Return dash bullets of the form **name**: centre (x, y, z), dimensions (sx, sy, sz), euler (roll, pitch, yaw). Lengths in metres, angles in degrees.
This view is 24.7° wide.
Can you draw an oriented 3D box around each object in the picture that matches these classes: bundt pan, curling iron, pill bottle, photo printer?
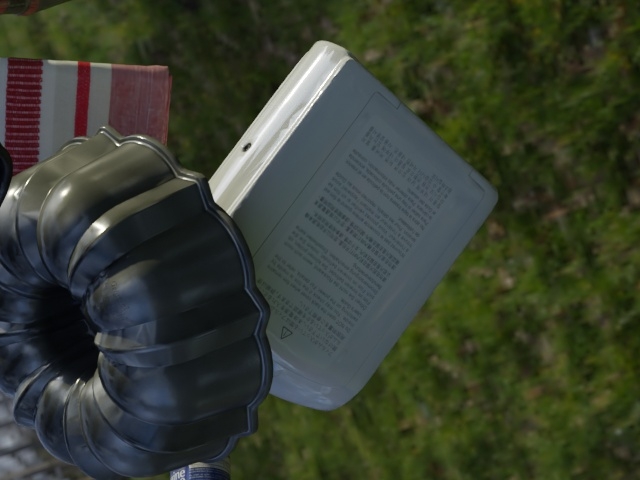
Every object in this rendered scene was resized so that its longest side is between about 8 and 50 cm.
- **bundt pan**: centre (-0.202, 0.071, 1.312), dimensions (0.331, 0.124, 0.331), euler (20, 120, 38)
- **curling iron**: centre (-0.323, -0.263, 1.553), dimensions (0.068, 0.035, 0.274), euler (37, -159, 9)
- **pill bottle**: centre (-0.132, 0.258, 1.604), dimensions (0.067, 0.067, 0.120), euler (83, -178, -57)
- **photo printer**: centre (0.000, 0.000, 1.439), dimensions (0.256, 0.307, 0.107), euler (39, 174, -28)

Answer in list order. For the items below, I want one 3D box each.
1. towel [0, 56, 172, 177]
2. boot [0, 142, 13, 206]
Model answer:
- **towel**: centre (-0.321, -0.068, 1.477), dimensions (0.037, 0.329, 0.237), euler (-123, 37, -64)
- **boot**: centre (-0.282, -0.132, 1.048), dimensions (0.223, 0.118, 0.338), euler (53, 142, 27)
